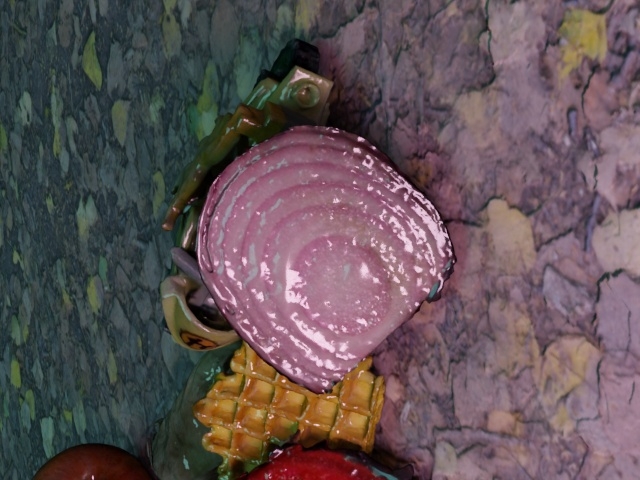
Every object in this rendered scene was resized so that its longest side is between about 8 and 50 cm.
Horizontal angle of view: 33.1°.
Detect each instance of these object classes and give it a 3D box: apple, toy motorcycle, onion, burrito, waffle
[{"bbox_3d":[-0.377,0.471,1.797,0.253,0.254,0.253,12,104,58],"label":"apple"},{"bbox_3d":[-0.095,-0.037,1.278,0.410,0.169,0.237,-64,20,18],"label":"toy motorcycle"},{"bbox_3d":[0.000,0.000,1.140,0.247,0.111,0.250,45,109,-4],"label":"onion"},{"bbox_3d":[-0.160,0.271,1.533,0.348,0.107,0.175,-48,40,48],"label":"burrito"},{"bbox_3d":[-0.043,0.198,1.245,0.219,0.057,0.229,15,110,14],"label":"waffle"}]

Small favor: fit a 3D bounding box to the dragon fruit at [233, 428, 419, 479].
[{"bbox_3d":[0.026,0.375,1.167,0.282,0.100,0.343,-32,70,8],"label":"dragon fruit"}]
